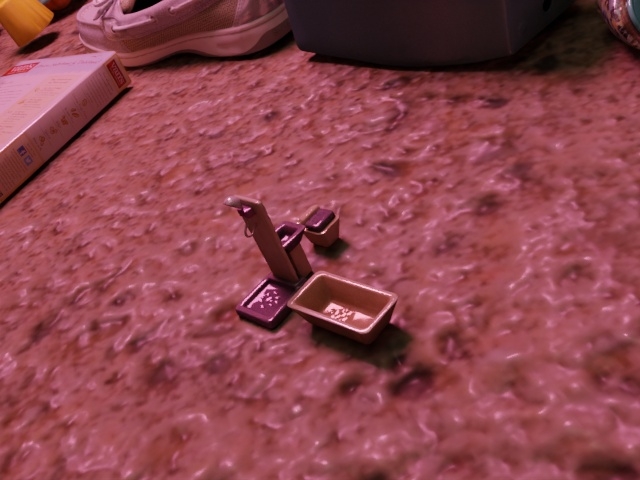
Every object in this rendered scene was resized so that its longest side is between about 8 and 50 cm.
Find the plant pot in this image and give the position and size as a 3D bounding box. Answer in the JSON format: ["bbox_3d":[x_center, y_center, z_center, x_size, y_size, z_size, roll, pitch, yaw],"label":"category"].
[{"bbox_3d":[0.094,-0.250,0.694,0.165,0.165,0.234,-42,45,-23],"label":"plant pot"}]

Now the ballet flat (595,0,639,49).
[{"bbox_3d":[0.247,-0.193,0.618,0.070,0.070,0.188,9,45,39],"label":"ballet flat"}]

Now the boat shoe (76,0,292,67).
[{"bbox_3d":[-0.167,-0.267,0.914,0.320,0.103,0.118,10,47,39],"label":"boat shoe"}]

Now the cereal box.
[{"bbox_3d":[-0.337,-0.118,0.867,0.173,0.047,0.240,5,43,35],"label":"cereal box"}]

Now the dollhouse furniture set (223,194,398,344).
[{"bbox_3d":[0.000,0.000,0.478,0.114,0.081,0.091,16,51,43],"label":"dollhouse furniture set"}]

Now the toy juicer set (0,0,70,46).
[{"bbox_3d":[-0.454,-0.386,1.271,0.209,0.089,0.329,-19,41,30],"label":"toy juicer set"}]
